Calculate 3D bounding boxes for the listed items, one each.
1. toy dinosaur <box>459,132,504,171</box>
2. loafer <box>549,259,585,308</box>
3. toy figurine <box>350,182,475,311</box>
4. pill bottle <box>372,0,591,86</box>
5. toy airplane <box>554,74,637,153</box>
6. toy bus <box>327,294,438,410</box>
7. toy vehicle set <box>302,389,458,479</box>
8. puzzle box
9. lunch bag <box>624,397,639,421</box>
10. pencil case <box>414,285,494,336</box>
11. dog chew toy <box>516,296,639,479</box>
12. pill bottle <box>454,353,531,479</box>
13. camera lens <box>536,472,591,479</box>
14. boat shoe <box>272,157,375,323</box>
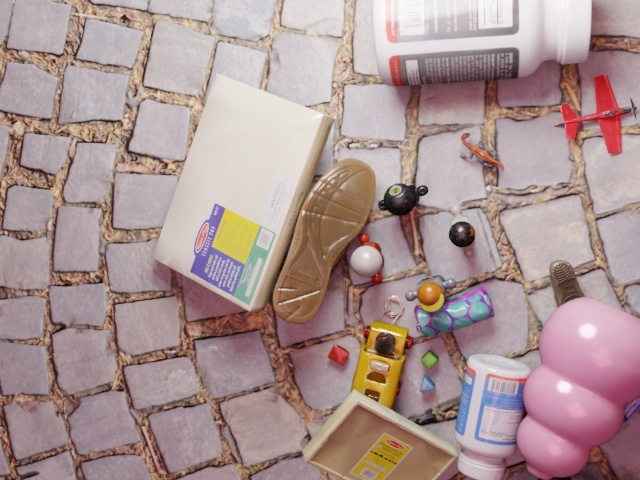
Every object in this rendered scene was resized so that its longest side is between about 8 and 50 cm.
[{"bbox_3d":[0.304,-0.173,1.520,0.082,0.090,0.047,34,85,-25],"label":"toy dinosaur"},{"bbox_3d":[0.472,0.099,1.522,0.056,0.050,0.147,-15,108,9],"label":"loafer"},{"bbox_3d":[0.181,0.009,1.517,0.210,0.148,0.213,31,100,7],"label":"toy figurine"},{"bbox_3d":[0.284,-0.390,1.428,0.363,0.210,0.210,-1,95,11],"label":"pill bottle"},{"bbox_3d":[0.511,-0.233,1.491,0.151,0.028,0.151,1,94,11],"label":"toy airplane"},{"bbox_3d":[0.119,0.242,1.575,0.191,0.104,0.202,-33,89,12],"label":"toy bus"},{"bbox_3d":[0.119,0.415,1.560,0.267,0.035,0.166,33,105,-23],"label":"toy vehicle set"},{"bbox_3d":[-0.160,-0.097,1.581,0.272,0.052,0.408,26,101,27],"label":"puzzle box"},{"bbox_3d":[0.580,0.290,1.509,0.065,0.067,0.098,39,100,5],"label":"lunch bag"},{"bbox_3d":[0.259,0.139,1.557,0.152,0.064,0.070,-19,117,12],"label":"pencil case"},{"bbox_3d":[0.459,0.271,1.429,0.207,0.206,0.331,26,94,8],"label":"dog chew toy"},{"bbox_3d":[0.325,0.340,1.535,0.124,0.124,0.221,11,98,10],"label":"pill bottle"},{"bbox_3d":[0.498,0.568,1.461,0.274,0.219,0.219,31,101,-4],"label":"camera lens"},{"bbox_3d":[0.000,0.000,1.566,0.123,0.123,0.341,23,85,-6],"label":"boat shoe"}]
